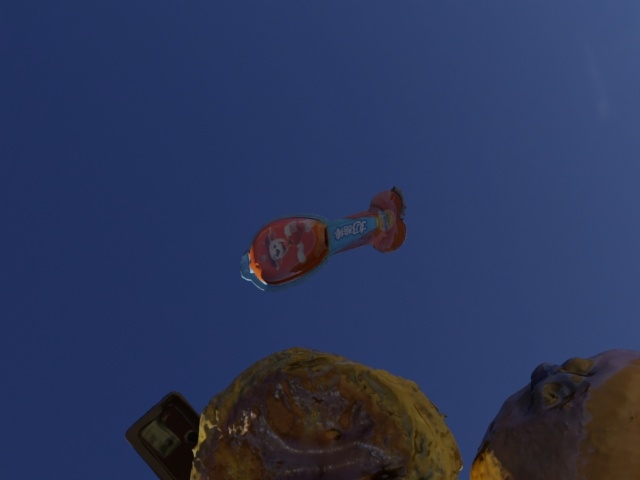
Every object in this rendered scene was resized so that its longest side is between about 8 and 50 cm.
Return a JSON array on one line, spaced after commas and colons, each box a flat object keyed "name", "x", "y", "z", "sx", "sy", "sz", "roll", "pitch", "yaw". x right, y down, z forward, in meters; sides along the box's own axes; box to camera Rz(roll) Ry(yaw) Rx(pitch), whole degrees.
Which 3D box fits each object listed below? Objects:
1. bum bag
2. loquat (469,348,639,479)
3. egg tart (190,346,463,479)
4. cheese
[{"name": "bum bag", "x": -0.206, "y": 0.312, "z": 1.635, "sx": 0.109, "sy": 0.026, "sz": 0.159, "roll": -40, "pitch": -81, "yaw": -14}, {"name": "loquat", "x": 0.313, "y": 0.279, "z": 1.189, "sx": 0.328, "sy": 0.328, "sz": 0.328, "roll": 28, "pitch": -129, "yaw": -41}, {"name": "egg tart", "x": -0.006, "y": 0.301, "z": 1.423, "sx": 0.339, "sy": 0.351, "sz": 0.153, "roll": 40, "pitch": -177, "yaw": 28}, {"name": "cheese", "x": 0.000, "y": 0.000, "z": 1.446, "sx": 0.037, "sy": 0.256, "sz": 0.106, "roll": 26, "pitch": -129, "yaw": -56}]
